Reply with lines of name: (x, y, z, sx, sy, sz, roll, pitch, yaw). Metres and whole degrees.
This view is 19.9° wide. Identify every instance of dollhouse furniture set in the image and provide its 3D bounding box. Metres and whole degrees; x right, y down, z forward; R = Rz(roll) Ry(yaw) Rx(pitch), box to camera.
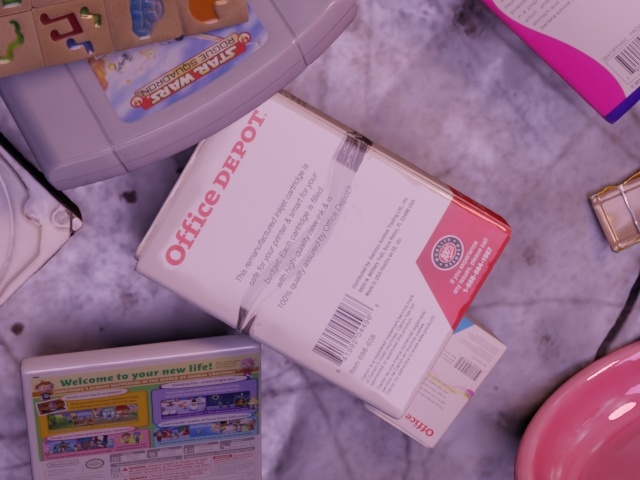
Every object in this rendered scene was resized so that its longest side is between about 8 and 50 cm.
dollhouse furniture set: (0.318, 0.009, 1.748, 0.076, 0.058, 0.152, -24, 88, 4)

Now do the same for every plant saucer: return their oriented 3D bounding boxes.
plant saucer: (0.342, 0.202, 1.645, 0.332, 0.332, 0.084, -24, 119, -4)

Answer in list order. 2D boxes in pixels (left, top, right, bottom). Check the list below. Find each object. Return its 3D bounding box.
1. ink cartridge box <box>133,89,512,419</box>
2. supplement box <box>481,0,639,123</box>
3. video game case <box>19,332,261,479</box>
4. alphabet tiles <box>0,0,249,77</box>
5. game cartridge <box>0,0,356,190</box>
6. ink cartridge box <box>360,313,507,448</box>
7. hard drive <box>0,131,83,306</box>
ink cartridge box: (0.000, 0.000, 1.612, 0.273, 0.114, 0.197, 30, 97, -5)
supplement box: (0.215, -0.227, 1.611, 0.220, 0.114, 0.111, 41, 109, -19)
video game case: (-0.159, 0.172, 1.659, 0.212, 0.023, 0.193, -6, 129, -9)
alphabet tiles: (-0.181, -0.263, 1.393, 0.342, 0.011, 0.285, -14, 131, -7)
game cartridge: (-0.130, -0.176, 1.542, 0.297, 0.198, 0.062, -31, 150, -3)
ink cartridge box: (0.101, 0.120, 1.718, 0.088, 0.052, 0.122, 35, 94, -15)
hard drive: (-0.407, 0.018, 1.592, 0.339, 0.064, 0.237, -43, 107, 3)
